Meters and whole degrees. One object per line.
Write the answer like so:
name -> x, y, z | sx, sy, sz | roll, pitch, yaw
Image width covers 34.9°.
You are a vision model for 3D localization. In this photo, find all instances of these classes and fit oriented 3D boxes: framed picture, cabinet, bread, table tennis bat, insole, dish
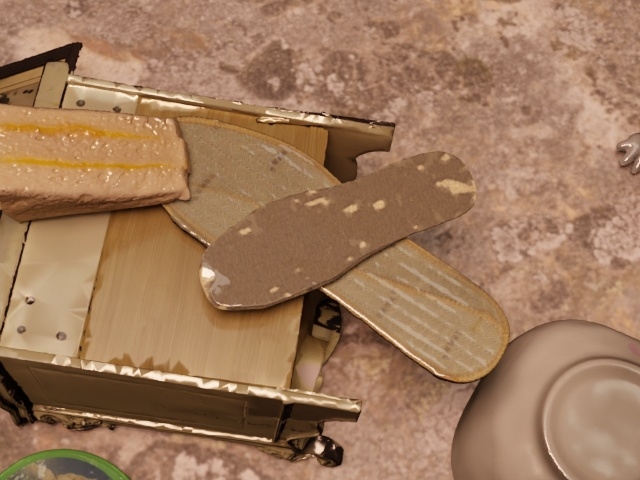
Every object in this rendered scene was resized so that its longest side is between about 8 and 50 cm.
framed picture -> -0.333, -0.098, 1.037 | 0.195, 0.010, 0.199 | -8, 62, 35
cabinet -> -0.111, 0.032, 0.938 | 0.318, 0.227, 0.289 | 8, 67, -2
bread -> -0.183, -0.067, 0.786 | 0.152, 0.105, 0.077 | -11, 76, -2
table tennis bat -> -0.198, 0.283, 0.932 | 0.257, 0.039, 0.160 | 13, 70, 5
insole -> 0.000, 0.000, 0.835 | 0.348, 0.009, 0.119 | 34, 69, 7
dish -> 0.256, 0.187, 0.948 | 0.256, 0.117, 0.256 | 1, 69, -2
insole -> 0.016, -0.011, 0.831 | 0.248, 0.011, 0.081 | -22, 74, -16

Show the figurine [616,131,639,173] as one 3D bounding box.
figurine -> 0.433, -0.124, 1.076 | 0.193, 0.140, 0.265 | 12, 82, -16
